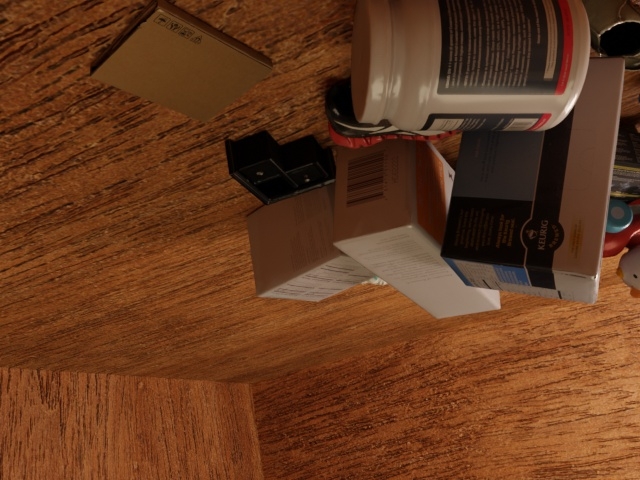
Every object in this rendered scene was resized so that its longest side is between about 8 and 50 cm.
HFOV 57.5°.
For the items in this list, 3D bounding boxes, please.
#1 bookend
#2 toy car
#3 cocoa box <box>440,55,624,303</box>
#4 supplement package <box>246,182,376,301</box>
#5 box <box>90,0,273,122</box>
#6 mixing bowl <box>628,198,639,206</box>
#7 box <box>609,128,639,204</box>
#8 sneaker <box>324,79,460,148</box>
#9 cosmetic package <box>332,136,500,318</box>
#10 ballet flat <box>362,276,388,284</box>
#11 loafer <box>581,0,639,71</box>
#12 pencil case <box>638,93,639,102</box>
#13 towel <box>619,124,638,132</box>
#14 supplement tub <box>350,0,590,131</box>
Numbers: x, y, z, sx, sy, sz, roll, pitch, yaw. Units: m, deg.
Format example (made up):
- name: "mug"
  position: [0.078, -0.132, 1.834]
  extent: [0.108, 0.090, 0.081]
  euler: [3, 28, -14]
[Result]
- name: "bookend"
  position: [-0.068, -0.145, 1.075]
  extent: [0.157, 0.072, 0.156]
  euler: [-17, 158, 14]
- name: "toy car"
  position: [0.731, 0.041, 1.370]
  extent: [0.210, 0.238, 0.219]
  euler: [-10, 161, 0]
- name: "cocoa box"
  position: [0.357, -0.094, 0.970]
  extent: [0.228, 0.347, 0.231]
  euler: [7, 167, 26]
- name: "supplement package"
  position: [0.000, 0.000, 1.298]
  extent: [0.198, 0.199, 0.263]
  euler: [10, 151, -44]
- name: "box"
  position: [-0.194, -0.244, 0.829]
  extent: [0.164, 0.021, 0.201]
  euler: [-26, 155, 34]
- name: "mixing bowl"
  position: [0.876, -0.113, 1.592]
  extent: [0.181, 0.098, 0.181]
  euler: [-10, 158, -4]
- name: "box"
  position: [0.544, -0.137, 1.316]
  extent: [0.395, 0.097, 0.318]
  euler: [4, 159, -20]
- name: "sneaker"
  position: [0.129, -0.217, 0.913]
  extent: [0.276, 0.097, 0.135]
  euler: [-4, 158, 20]
- name: "cosmetic package"
  position: [0.212, -0.020, 1.186]
  extent: [0.162, 0.230, 0.453]
  euler: [-13, 150, 31]
- name: "ballet flat"
  position: [0.226, 0.056, 1.557]
  extent: [0.409, 0.147, 0.147]
  euler: [5, 159, 4]
- name: "loafer"
  position: [0.462, -0.309, 0.899]
  extent: [0.251, 0.087, 0.094]
  euler: [9, 151, -42]
- name: "pencil case"
  position: [0.733, -0.121, 1.135]
  extent: [0.183, 0.410, 0.160]
  euler: [-33, -152, -16]
- name: "towel"
  position: [0.634, -0.196, 1.373]
  extent: [0.102, 0.021, 0.237]
  euler: [-5, 159, -7]
- name: "supplement tub"
  position: [0.186, -0.240, 0.772]
  extent: [0.272, 0.191, 0.191]
  euler: [-1, 158, -6]
